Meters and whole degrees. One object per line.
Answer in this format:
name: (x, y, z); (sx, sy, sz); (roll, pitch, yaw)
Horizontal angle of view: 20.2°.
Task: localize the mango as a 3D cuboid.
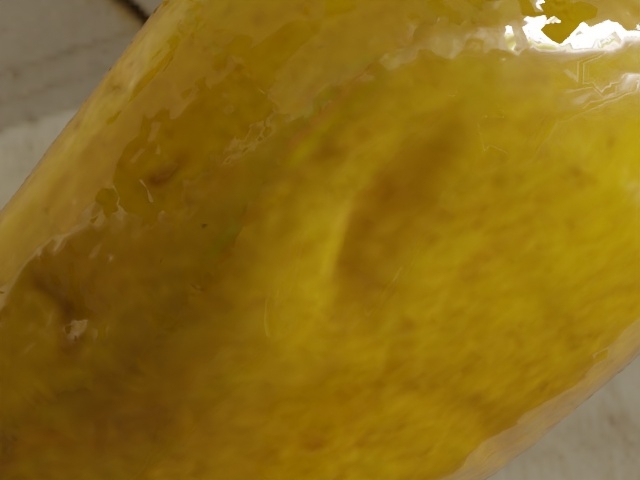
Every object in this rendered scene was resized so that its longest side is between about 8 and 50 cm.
mango: (0.000, 0.000, 0.388); (0.227, 0.109, 0.147); (-33, -38, -2)
